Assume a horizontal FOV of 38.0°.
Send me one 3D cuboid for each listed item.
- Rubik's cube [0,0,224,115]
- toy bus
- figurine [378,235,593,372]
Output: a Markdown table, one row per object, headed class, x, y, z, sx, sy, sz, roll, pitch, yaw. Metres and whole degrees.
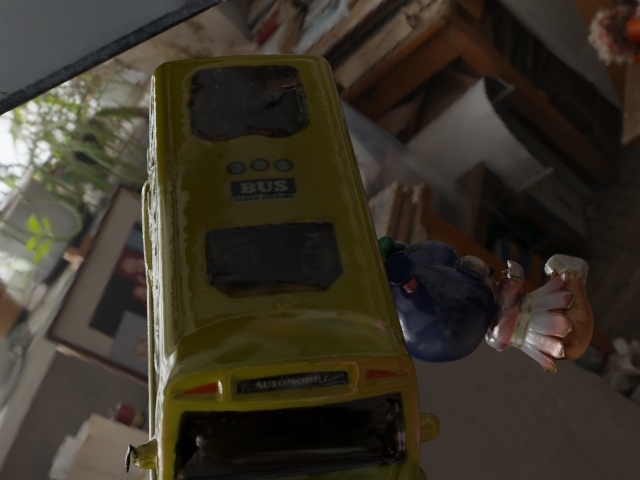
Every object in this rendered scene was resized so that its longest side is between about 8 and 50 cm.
| class | x | y | z | sx | sy | sz | roll | pitch | yaw |
| --- | --- | --- | --- | --- | --- | --- | --- | --- | --- |
| Rubik's cube | -0.216 | -0.272 | 0.696 | 0.260 | 0.254 | 0.259 | -20 | 29 | 16 |
| toy bus | -0.030 | 0.044 | 0.498 | 0.331 | 0.145 | 0.151 | -102 | 12 | -44 |
| figurine | 0.121 | 0.048 | 0.732 | 0.102 | 0.195 | 0.111 | -88 | 5 | -58 |
